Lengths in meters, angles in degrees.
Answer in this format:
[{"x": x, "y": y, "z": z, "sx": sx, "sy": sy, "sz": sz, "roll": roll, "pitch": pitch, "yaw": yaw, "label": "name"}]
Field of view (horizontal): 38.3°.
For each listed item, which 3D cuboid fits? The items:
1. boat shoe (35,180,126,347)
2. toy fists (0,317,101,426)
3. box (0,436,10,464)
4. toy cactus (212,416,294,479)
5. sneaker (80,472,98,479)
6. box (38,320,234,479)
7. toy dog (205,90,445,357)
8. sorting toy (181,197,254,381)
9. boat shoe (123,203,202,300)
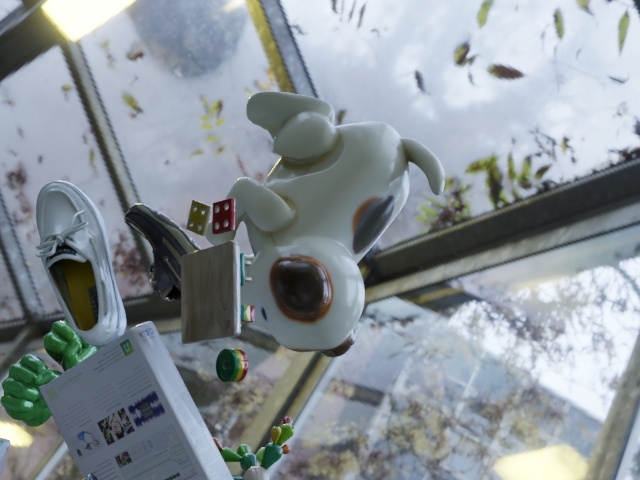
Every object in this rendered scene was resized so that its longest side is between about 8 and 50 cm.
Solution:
[{"x": -0.496, "y": 0.030, "z": 1.811, "sx": 0.135, "sy": 0.367, "sz": 0.156, "roll": -20, "pitch": -18, "yaw": 3, "label": "boat shoe"}, {"x": -0.588, "y": 0.282, "z": 2.048, "sx": 0.096, "sy": 0.279, "sz": 0.142, "roll": 23, "pitch": -31, "yaw": 38, "label": "toy fists"}, {"x": -0.741, "y": 0.424, "z": 1.735, "sx": 0.261, "sy": 0.127, "sz": 0.231, "roll": 14, "pitch": -4, "yaw": -12, "label": "box"}, {"x": -0.135, "y": 0.437, "z": 1.807, "sx": 0.112, "sy": 0.219, "sz": 0.180, "roll": 66, "pitch": -7, "yaw": -22, "label": "toy cactus"}, {"x": -0.288, "y": 0.376, "z": 1.000, "sx": 0.121, "sy": 0.111, "sz": 0.300, "roll": -1, "pitch": -63, "yaw": -5, "label": "sneaker"}, {"x": -0.271, "y": 0.313, "z": 1.391, "sx": 0.232, "sy": 0.058, "sz": 0.322, "roll": -31, "pitch": -97, "yaw": 30, "label": "box"}, {"x": 0.000, "y": 0.000, "z": 1.589, "sx": 0.395, "sy": 0.408, "sz": 0.285, "roll": 8, "pitch": -30, "yaw": 13, "label": "toy dog"}, {"x": -0.147, "y": 0.069, "z": 1.332, "sx": 0.046, "sy": 0.275, "sz": 0.132, "roll": 8, "pitch": -16, "yaw": -41, "label": "sorting toy"}, {"x": -0.281, "y": 0.058, "z": 1.819, "sx": 0.355, "sy": 0.130, "sz": 0.132, "roll": 38, "pitch": -9, "yaw": 26, "label": "boat shoe"}]
